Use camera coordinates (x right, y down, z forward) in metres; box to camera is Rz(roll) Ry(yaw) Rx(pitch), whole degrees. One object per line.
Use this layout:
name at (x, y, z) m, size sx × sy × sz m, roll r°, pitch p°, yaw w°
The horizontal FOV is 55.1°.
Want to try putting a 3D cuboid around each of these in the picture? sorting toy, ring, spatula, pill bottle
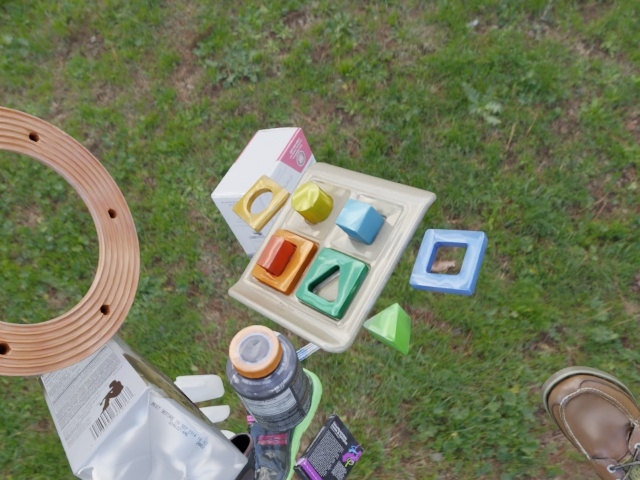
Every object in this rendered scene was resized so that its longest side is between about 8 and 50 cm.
sorting toy at (0.000, 0.000, 0.650) m, size 0.347 × 0.047 × 0.196 m, roll 21°, pitch 73°, yaw 43°
ring at (-0.367, -0.004, 0.737) m, size 0.032 × 0.336 × 0.337 m, roll -21°, pitch 63°, yaw 34°
spatula at (-0.257, 0.288, 0.994) m, size 0.241 × 0.019 × 0.168 m, roll 2°, pitch 42°, yaw -30°
pill bottle at (-0.095, 0.249, 1.124) m, size 0.130 × 0.246 × 0.131 m, roll -5°, pitch 54°, yaw 6°

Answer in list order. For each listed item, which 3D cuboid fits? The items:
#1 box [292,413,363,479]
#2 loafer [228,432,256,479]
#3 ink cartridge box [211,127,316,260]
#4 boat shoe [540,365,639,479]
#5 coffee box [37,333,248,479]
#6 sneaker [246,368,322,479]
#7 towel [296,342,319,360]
box at (0.020, 0.488, 1.374) m, size 0.116 × 0.029 × 0.162 m, roll 55°, pitch 49°, yaw -11°
loafer at (-0.181, 0.347, 0.815) m, size 0.109 × 0.302 × 0.095 m, roll 17°, pitch 103°, yaw 22°
ink cartridge box at (-0.072, -0.055, 1.256) m, size 0.117 × 0.283 × 0.207 m, roll 1°, pitch 46°, yaw 31°
boat shoe at (0.429, 0.291, 0.859) m, size 0.110 × 0.104 × 0.307 m, roll -42°, pitch 114°, yaw 16°
coffee box at (-0.242, 0.227, 0.792) m, size 0.119 × 0.297 × 0.168 m, roll -50°, pitch 119°, yaw -15°
sneaker at (-0.163, 0.607, 1.888) m, size 0.202 × 0.185 × 0.483 m, roll 31°, pitch 57°, yaw -14°
towel at (-0.066, 0.329, 1.771) m, size 0.285 × 0.209 × 0.034 m, roll -35°, pitch 84°, yaw 14°
